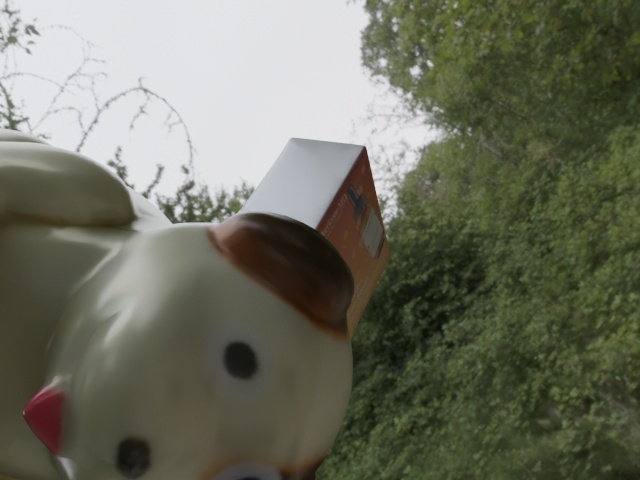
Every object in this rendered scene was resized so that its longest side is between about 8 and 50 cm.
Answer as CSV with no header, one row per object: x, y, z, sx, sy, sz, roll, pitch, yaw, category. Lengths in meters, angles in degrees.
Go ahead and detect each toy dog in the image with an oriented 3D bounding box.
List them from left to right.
-0.171,0.077,0.455,0.395,0.407,0.285,17,-91,-56,toy dog

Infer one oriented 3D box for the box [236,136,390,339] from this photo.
0.000,0.000,0.619,0.130,0.091,0.171,-60,-32,-33,box
